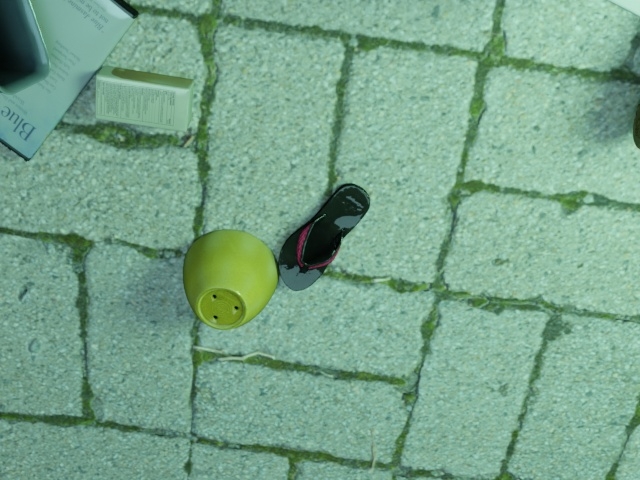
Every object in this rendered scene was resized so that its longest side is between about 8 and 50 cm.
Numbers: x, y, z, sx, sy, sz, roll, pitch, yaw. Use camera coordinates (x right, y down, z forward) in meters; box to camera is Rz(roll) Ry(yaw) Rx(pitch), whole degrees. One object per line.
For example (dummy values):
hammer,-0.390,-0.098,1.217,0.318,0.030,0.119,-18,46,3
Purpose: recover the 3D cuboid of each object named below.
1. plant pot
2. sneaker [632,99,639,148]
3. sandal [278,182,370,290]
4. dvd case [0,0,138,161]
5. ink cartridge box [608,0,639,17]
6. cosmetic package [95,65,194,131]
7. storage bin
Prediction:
plant pot,-0.127,0.066,1.185,0.134,0.095,0.134,2,118,3
sneaker,0.485,-0.205,0.998,0.153,0.099,0.282,21,115,-6
sandal,0.000,0.000,1.172,0.067,0.040,0.179,31,116,-14
dvd case,-0.366,-0.239,1.072,0.180,0.022,0.253,37,115,-16
ink cartridge box,0.258,-0.317,0.872,0.172,0.237,0.100,24,115,-10
cosmetic package,-0.216,-0.175,1.088,0.115,0.041,0.060,10,119,-2
storage bin,-0.383,-0.244,1.014,0.091,0.098,0.135,7,123,32
